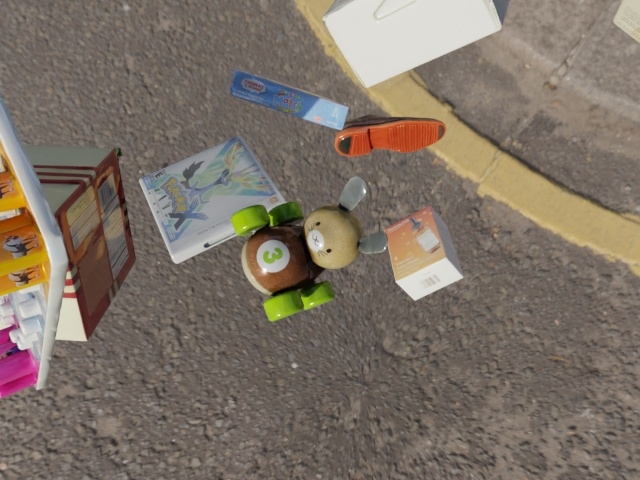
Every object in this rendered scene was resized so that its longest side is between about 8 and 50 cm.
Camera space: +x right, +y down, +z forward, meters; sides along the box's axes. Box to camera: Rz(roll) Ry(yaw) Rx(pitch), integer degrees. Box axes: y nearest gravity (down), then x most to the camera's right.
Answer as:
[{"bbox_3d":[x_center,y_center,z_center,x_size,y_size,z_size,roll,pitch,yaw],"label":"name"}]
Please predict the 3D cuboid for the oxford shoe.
[{"bbox_3d":[0.169,-0.278,1.422,0.272,0.097,0.098,-3,48,1],"label":"oxford shoe"}]

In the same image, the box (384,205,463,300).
[{"bbox_3d":[0.236,0.028,1.340,0.130,0.091,0.170,-30,42,21],"label":"box"}]

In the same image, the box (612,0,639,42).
[{"bbox_3d":[0.454,-0.332,0.644,0.121,0.311,0.148,45,98,15],"label":"box"}]

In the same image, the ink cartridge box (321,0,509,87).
[{"bbox_3d":[0.111,-0.263,0.580,0.153,0.087,0.208,-14,36,39],"label":"ink cartridge box"}]

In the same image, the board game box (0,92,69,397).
[{"bbox_3d":[-0.337,-0.073,0.521,0.050,0.390,0.389,-21,77,-34],"label":"board game box"}]

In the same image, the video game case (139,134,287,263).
[{"bbox_3d":[-0.277,-0.117,1.458,0.300,0.036,0.329,-26,48,-11],"label":"video game case"}]

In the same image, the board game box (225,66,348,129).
[{"bbox_3d":[-0.058,-0.216,0.865,0.160,0.211,0.039,15,105,-15],"label":"board game box"}]

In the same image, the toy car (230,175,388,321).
[{"bbox_3d":[0.000,0.000,0.775,0.188,0.149,0.155,-27,81,35],"label":"toy car"}]

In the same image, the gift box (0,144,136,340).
[{"bbox_3d":[-0.451,-0.027,0.870,0.258,0.255,0.276,2,117,2],"label":"gift box"}]

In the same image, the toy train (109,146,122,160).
[{"bbox_3d":[-0.363,-0.122,0.977,0.024,0.017,0.083,17,74,16],"label":"toy train"}]
